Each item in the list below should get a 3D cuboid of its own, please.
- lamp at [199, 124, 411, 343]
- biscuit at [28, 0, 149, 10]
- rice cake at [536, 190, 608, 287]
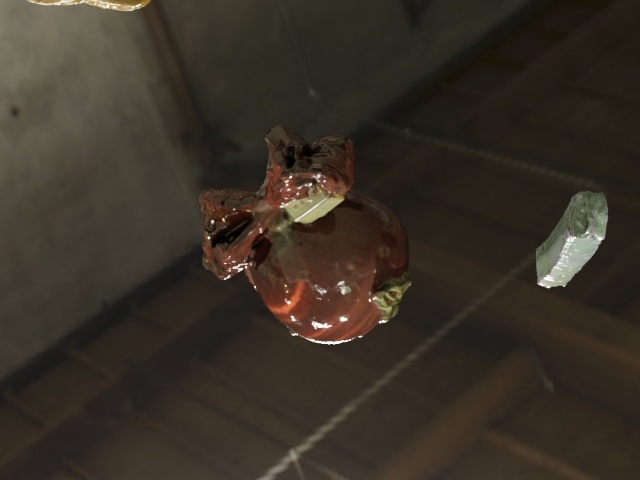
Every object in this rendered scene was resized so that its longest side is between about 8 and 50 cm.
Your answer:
[{"bbox_3d":[0.003,0.011,1.420,0.215,0.223,0.151,-37,-129,39],"label":"lamp"},{"bbox_3d":[-0.293,-0.407,1.800,0.376,0.269,0.051,13,177,-17],"label":"biscuit"},{"bbox_3d":[0.221,0.004,1.367,0.034,0.211,0.043,4,-105,0],"label":"rice cake"}]
